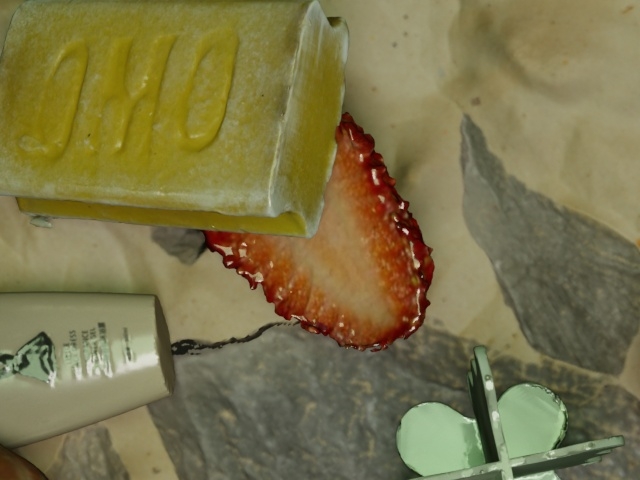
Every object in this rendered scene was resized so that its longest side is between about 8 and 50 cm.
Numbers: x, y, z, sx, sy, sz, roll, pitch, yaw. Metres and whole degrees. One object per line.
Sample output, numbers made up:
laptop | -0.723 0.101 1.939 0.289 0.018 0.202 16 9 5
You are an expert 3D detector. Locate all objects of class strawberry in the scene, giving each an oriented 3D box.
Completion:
strawberry | 0.002 -0.002 1.290 0.167 0.087 0.208 -31 79 23

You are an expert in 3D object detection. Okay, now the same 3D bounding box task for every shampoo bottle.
shampoo bottle | -0.245 0.100 1.283 0.257 0.078 0.127 -10 82 3

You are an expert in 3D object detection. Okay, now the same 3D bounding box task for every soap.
soap | -0.119 -0.095 1.260 0.274 0.089 0.173 4 77 30

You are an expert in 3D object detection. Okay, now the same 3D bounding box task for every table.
table | 0.126 0.164 1.191 0.166 0.198 0.166 -1 78 3

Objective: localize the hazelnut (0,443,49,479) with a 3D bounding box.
hazelnut | -0.268 0.242 1.205 0.214 0.176 0.214 -2 79 9
